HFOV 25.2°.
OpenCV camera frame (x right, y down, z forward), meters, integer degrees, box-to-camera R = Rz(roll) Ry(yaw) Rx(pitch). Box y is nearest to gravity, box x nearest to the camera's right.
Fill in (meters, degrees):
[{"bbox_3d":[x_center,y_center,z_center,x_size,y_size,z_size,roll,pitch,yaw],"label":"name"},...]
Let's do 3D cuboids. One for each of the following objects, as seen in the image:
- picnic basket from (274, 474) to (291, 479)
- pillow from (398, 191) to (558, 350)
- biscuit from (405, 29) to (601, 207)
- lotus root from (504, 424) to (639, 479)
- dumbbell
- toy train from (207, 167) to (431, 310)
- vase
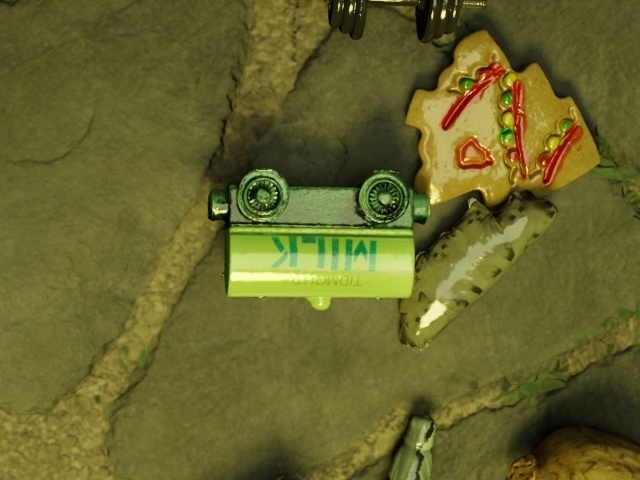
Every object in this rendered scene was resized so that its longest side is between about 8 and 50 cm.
[{"bbox_3d":[-0.076,0.351,1.647,0.164,0.115,0.079,-32,98,-3],"label":"picnic basket"},{"bbox_3d":[0.165,0.023,1.668,0.093,0.051,0.241,45,99,-3],"label":"pillow"},{"bbox_3d":[0.216,-0.125,1.667,0.239,0.041,0.212,16,93,-8],"label":"biscuit"},{"bbox_3d":[0.335,0.294,1.683,0.257,0.154,0.140,17,128,-24],"label":"lotus root"},{"bbox_3d":[0.082,-0.271,1.602,0.209,0.099,0.099,2,96,-6],"label":"dumbbell"},{"bbox_3d":[0.000,0.000,1.615,0.253,0.105,0.157,0,88,-10],"label":"toy train"},{"bbox_3d":[0.096,0.306,1.691,0.060,0.060,0.211,14,96,-9],"label":"vase"}]
